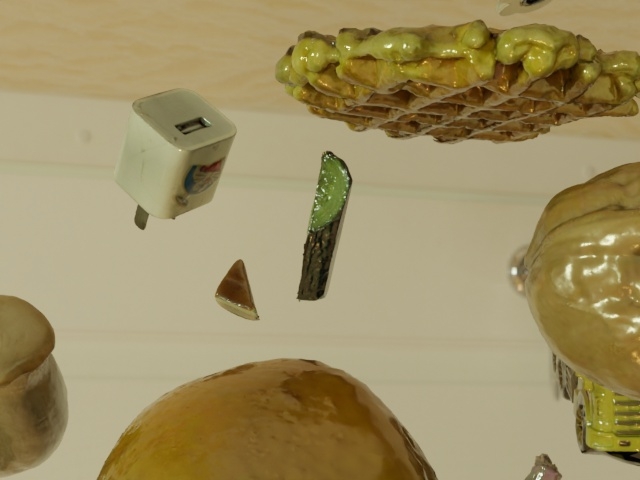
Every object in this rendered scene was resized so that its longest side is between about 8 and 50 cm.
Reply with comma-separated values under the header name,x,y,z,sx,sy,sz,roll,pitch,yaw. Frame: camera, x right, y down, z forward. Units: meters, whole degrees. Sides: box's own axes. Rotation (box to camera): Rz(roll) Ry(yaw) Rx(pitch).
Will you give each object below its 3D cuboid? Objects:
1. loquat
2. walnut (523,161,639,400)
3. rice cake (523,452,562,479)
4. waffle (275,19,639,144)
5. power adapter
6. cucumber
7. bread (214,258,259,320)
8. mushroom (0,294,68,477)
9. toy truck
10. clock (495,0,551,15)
name,x,y,z,sx,sy,sz,roll,pitch,yaw
loquat,-0.020,0.225,0.652,0.284,0.276,0.276,28,117,49
walnut,0.209,0.025,0.594,0.149,0.166,0.167,64,-163,-58
rice cake,0.256,0.421,1.352,0.270,0.049,0.055,-59,-16,0
waffle,0.117,-0.124,0.797,0.300,0.281,0.058,1,86,50
power adapter,-0.224,-0.101,1.429,0.125,0.130,0.205,40,131,20
cucumber,0.000,0.000,1.158,0.070,0.046,0.220,-68,-9,-50
bread,-0.136,0.086,1.528,0.043,0.062,0.109,75,175,-55
mushroom,-0.261,0.131,0.805,0.096,0.108,0.247,-47,-7,-34
toy truck,0.418,0.134,1.332,0.405,0.180,0.254,-63,-32,-76
clock,0.219,-0.383,1.122,0.194,0.100,0.196,40,-150,-75
